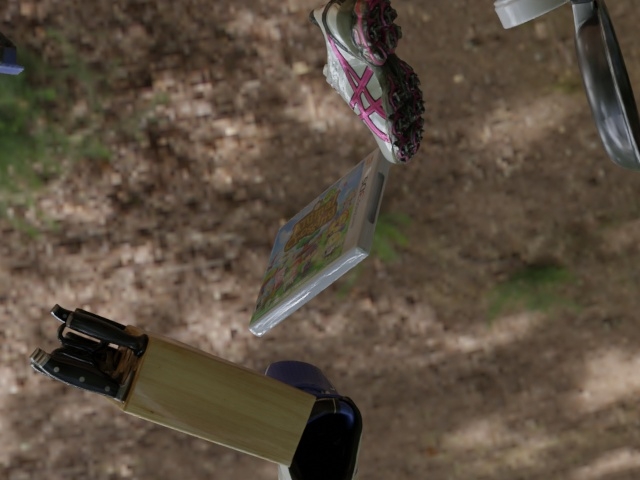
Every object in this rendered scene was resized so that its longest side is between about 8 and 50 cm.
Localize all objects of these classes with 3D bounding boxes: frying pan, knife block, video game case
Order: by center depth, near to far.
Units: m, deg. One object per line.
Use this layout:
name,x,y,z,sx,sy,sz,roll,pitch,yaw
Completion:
frying pan,0.283,-0.196,1.559,0.053,0.197,0.326,-16,140,16
knife block,-0.171,0.155,1.677,0.276,0.088,0.242,20,178,21
video game case,0.000,0.000,1.889,0.023,0.193,0.212,37,129,-19

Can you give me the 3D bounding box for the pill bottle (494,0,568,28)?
pill bottle,0.202,-0.355,1.703,0.124,0.221,0.124,-26,-172,4

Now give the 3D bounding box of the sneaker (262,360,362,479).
sneaker,-0.002,0.233,1.873,0.127,0.315,0.182,-1,127,-8

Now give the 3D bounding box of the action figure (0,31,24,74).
action figure,-0.510,-0.242,1.691,0.341,0.330,0.178,13,155,-28

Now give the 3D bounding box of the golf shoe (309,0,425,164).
golf shoe,0.049,-0.161,1.532,0.086,0.067,0.186,2,123,36
